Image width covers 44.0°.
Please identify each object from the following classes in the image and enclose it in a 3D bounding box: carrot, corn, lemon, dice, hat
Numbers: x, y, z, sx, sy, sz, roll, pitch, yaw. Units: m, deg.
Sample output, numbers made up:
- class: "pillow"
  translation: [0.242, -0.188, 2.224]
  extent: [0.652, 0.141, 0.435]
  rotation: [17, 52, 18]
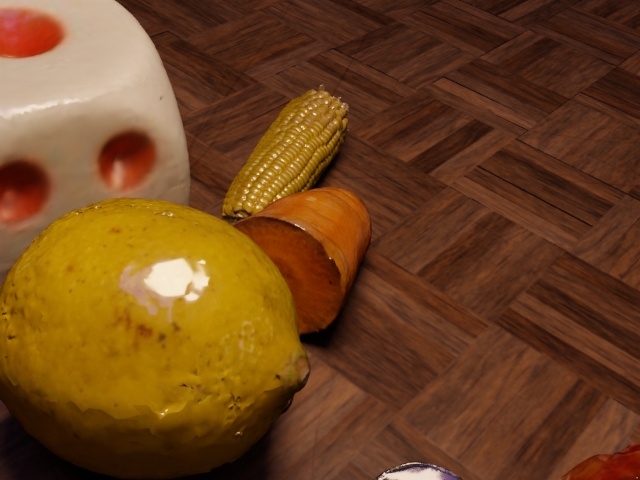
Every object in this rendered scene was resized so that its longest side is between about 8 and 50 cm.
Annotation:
- class: "carrot"
  translation: [0.000, 0.000, 0.962]
  extent: [0.159, 0.159, 0.225]
  rotation: [23, 34, 18]
- class: "corn"
  translation: [-0.046, -0.106, 1.110]
  extent: [0.106, 0.106, 0.305]
  rotation: [18, 46, 12]
- class: "lemon"
  translation: [-0.154, 0.092, 0.735]
  extent: [0.310, 0.258, 0.258]
  rotation: [12, 40, 15]
- class: "dice"
  translation: [-0.325, -0.100, 0.896]
  extent: [0.277, 0.304, 0.304]
  rotation: [-20, 47, -31]
- class: "hat"
  translation: [0.090, 0.264, 0.730]
  extent: [0.121, 0.050, 0.121]
  rotation: [1, 43, -1]

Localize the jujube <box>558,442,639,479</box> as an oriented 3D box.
- class: "jujube"
  translation: [0.317, 0.317, 0.609]
  extent: [0.216, 0.216, 0.342]
  rotation: [-16, 58, -26]
